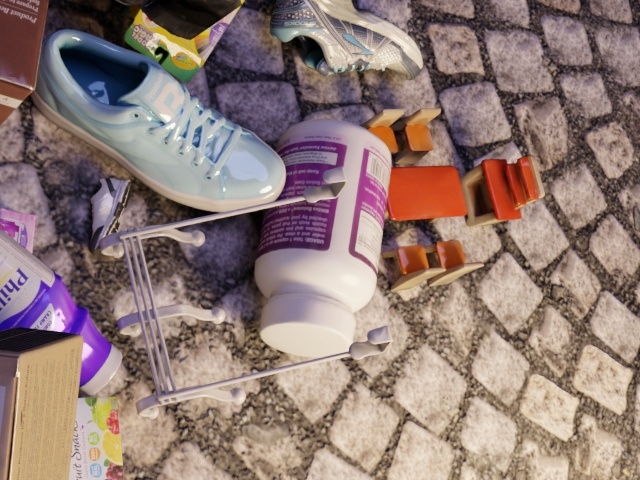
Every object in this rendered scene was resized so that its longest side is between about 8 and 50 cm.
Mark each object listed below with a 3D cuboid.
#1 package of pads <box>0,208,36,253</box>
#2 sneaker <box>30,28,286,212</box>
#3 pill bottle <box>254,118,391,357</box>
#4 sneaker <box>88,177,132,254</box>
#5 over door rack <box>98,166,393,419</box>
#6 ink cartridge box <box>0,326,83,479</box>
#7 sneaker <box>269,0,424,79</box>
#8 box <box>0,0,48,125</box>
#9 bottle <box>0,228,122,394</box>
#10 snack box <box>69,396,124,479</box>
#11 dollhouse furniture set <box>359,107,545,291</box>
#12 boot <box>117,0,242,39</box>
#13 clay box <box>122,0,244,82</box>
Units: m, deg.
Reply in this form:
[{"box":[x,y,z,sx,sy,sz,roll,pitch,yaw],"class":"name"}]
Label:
[{"box":[-0.379,0.006,1.434,0.050,0.032,0.083,13,66,-30],"class":"package of pads"},{"box":[-0.204,-0.150,1.494,0.366,0.150,0.135,24,71,-9],"class":"sneaker"},{"box":[0.000,0.000,1.608,0.169,0.169,0.301,23,61,-26],"class":"pill bottle"},{"box":[-0.281,-0.032,1.517,0.043,0.040,0.109,15,68,6],"class":"sneaker"},{"box":[-0.093,0.072,1.469,0.324,0.108,0.239,-16,73,-2],"class":"over door rack"},{"box":[-0.332,0.218,1.240,0.088,0.193,0.235,8,92,8],"class":"ink cartridge box"},{"box":[0.034,-0.302,1.802,0.283,0.110,0.122,26,88,-32],"class":"sneaker"},{"box":[-0.440,-0.355,1.464,0.191,0.143,0.381,18,62,-29],"class":"box"},{"box":[-0.358,0.076,1.371,0.118,0.092,0.283,-47,114,0],"class":"bottle"},{"box":[-0.289,0.261,1.397,0.100,0.037,0.141,1,72,-32],"class":"snack box"},{"box":[0.198,-0.075,1.788,0.259,0.135,0.262,-5,76,-35],"class":"dollhouse furniture set"},{"box":[-0.280,-0.500,1.455,0.367,0.146,0.445,15,57,-37],"class":"boot"},{"box":[-0.177,-0.344,1.624,0.127,0.053,0.222,33,91,-37],"class":"clay box"}]
